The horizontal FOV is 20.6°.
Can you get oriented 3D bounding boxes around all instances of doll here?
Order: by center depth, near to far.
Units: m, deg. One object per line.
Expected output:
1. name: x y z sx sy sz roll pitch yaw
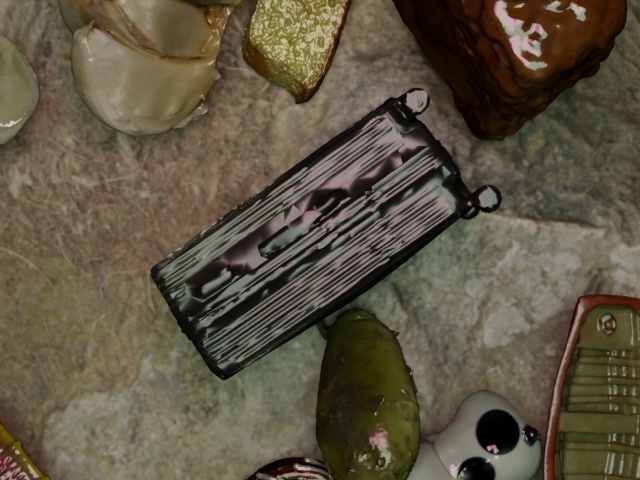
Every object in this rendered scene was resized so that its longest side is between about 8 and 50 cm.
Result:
1. doll: 0.148 0.243 1.873 0.181 0.107 0.110 -36 101 1

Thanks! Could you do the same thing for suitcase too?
1. suitcase: 0.000 0.000 1.813 0.335 0.229 0.152 -35 89 -1

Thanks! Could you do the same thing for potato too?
1. potato: 0.047 0.166 1.844 0.117 0.090 0.225 -25 50 20

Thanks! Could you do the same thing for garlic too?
1. garlic: -0.191 -0.267 1.841 0.185 0.203 0.281 40 107 40

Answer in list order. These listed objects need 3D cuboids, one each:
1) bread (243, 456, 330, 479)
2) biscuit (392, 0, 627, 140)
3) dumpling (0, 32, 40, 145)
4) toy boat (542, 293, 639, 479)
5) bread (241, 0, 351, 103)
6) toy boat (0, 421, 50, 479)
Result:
1. bread: -0.023 0.309 1.887 0.161 0.073 0.160 0 88 0
2. biscuit: 0.156 -0.289 1.737 0.166 0.395 0.342 -33 88 -3
3. dumpling: -0.457 -0.178 1.875 0.318 0.187 0.242 5 50 -9
4. toy boat: 0.288 0.251 1.875 0.136 0.079 0.392 4 91 -20
5. bread: -0.021 -0.247 1.904 0.103 0.065 0.187 21 91 -5
6. toy boat: -0.312 0.296 1.880 0.141 0.099 0.318 -33 89 41
